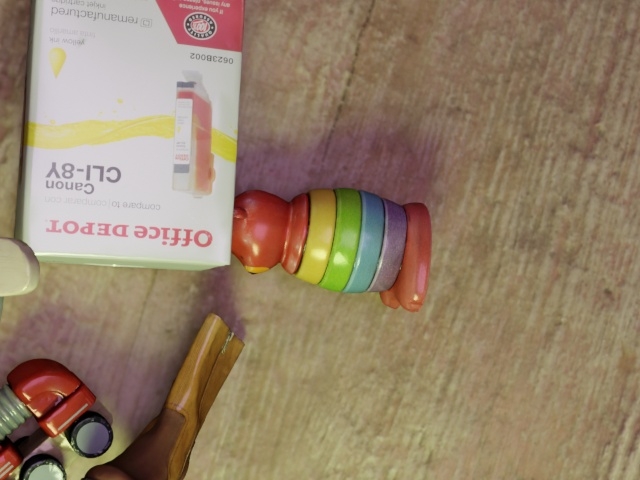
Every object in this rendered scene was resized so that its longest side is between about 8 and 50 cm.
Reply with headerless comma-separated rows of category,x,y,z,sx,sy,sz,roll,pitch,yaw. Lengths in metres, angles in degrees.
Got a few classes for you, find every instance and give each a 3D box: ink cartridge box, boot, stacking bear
ink cartridge box,-0.259,-0.157,1.428,0.279,0.160,0.384,4,87,-19
boot,-0.192,0.230,1.398,0.096,0.264,0.280,25,80,20
stacking bear,0.000,0.000,1.522,0.289,0.175,0.164,9,87,-11

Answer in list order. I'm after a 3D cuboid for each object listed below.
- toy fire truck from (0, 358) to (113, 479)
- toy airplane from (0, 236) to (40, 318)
toy fire truck,-0.431,0.221,1.382,0.217,0.158,0.246,-42,112,-15
toy airplane,-0.558,0.047,1.241,0.384,0.272,0.386,-42,60,-6
